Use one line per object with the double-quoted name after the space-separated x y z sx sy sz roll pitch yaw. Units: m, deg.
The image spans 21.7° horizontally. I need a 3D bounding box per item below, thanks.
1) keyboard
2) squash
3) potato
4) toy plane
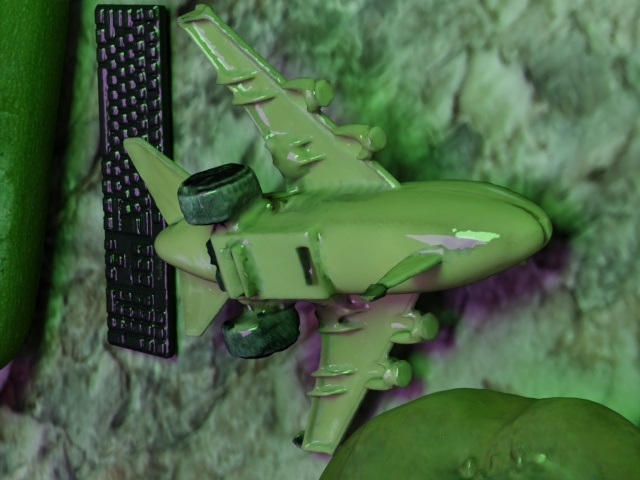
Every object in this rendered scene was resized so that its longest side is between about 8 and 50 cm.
-0.108 -0.035 0.976 0.061 0.013 0.204 9 102 47 "keyboard"
-0.206 -0.087 1.013 0.101 0.101 0.379 28 115 41 "squash"
0.072 0.199 0.731 0.191 0.141 0.296 18 109 27 "potato"
0.000 0.000 0.812 0.256 0.104 0.242 5 115 53 "toy plane"
